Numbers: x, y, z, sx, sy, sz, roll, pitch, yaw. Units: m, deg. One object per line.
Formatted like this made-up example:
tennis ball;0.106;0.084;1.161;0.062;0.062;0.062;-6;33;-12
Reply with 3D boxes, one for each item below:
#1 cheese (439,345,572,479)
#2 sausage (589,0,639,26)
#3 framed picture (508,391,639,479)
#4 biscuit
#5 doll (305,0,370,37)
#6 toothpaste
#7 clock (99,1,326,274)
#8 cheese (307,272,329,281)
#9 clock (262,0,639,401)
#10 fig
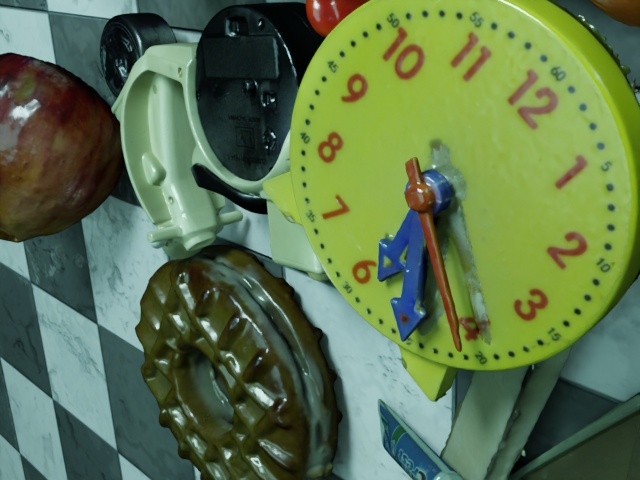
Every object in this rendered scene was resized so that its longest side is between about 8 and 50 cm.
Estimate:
cheese;0.142;0.203;0.798;0.085;0.034;0.400;-108;25;-51
sausage;0.240;-0.193;0.442;0.258;0.133;0.133;-22;89;52
framed picture;0.260;0.235;0.696;0.189;0.023;0.260;55;140;17
biscuit;-0.107;0.164;1.045;0.332;0.103;0.332;25;125;41
doll;0.093;-0.253;0.605;0.336;0.105;0.199;-15;80;53
toothpaste;0.092;0.209;0.836;0.197;0.035;0.057;-150;50;-70
clock;-0.107;-0.105;0.892;0.379;0.120;0.276;10;109;51
cheese;0.000;0.000;0.896;0.044;0.030;0.083;19;117;38
clock;0.083;-0.034;0.611;0.277;0.071;0.293;47;130;16
fig;-0.374;-0.127;1.154;0.224;0.224;0.263;44;139;29
